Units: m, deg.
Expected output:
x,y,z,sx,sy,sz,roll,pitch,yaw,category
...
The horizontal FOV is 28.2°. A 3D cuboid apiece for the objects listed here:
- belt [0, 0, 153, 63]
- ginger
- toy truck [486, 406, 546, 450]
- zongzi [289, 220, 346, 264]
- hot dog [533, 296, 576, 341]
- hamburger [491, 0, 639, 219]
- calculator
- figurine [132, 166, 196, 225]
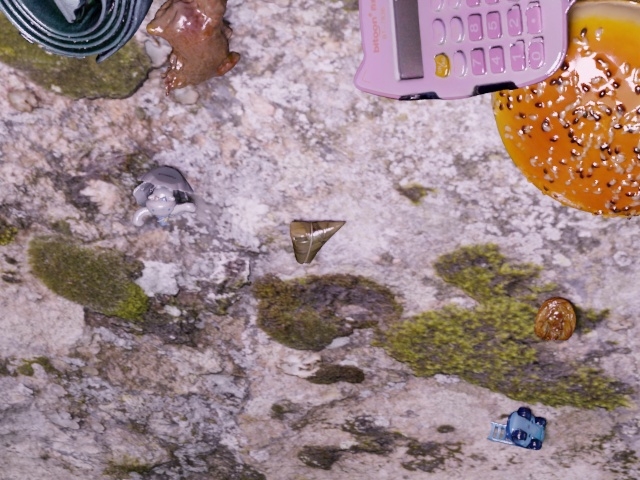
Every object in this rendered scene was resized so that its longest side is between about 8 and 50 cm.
x,y,z,sx,sy,sz,roll,pitch,yaw,category
-0.297,-0.335,1.530,0.206,0.116,0.267,1,133,12,belt
-0.157,-0.295,1.539,0.122,0.084,0.290,-14,145,-12,ginger
0.315,0.310,2.058,0.073,0.056,0.090,33,148,-25,toy truck
0.000,0.000,1.850,0.083,0.040,0.076,-9,141,1,zongzi
0.342,0.120,1.861,0.058,0.035,0.083,7,137,5,hot dog
0.344,-0.159,1.471,0.300,0.176,0.300,10,137,10,hamburger
0.158,-0.257,1.432,0.294,0.043,0.194,0,97,39,calculator
-0.222,-0.058,1.817,0.094,0.082,0.086,15,116,-5,figurine
